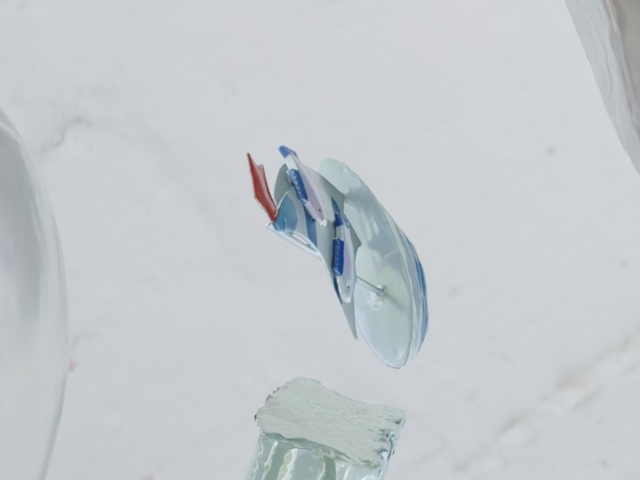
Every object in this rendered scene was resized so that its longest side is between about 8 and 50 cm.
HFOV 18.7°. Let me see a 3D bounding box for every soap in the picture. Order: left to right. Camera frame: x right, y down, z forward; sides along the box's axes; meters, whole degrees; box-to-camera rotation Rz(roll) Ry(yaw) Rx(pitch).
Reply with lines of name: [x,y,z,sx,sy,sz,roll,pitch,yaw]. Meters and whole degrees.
soap: [-0.024,0.170,0.888,0.063,0.114,0.198,19,-80,7]

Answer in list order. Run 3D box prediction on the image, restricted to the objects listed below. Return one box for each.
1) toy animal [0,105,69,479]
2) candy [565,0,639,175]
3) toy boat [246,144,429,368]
toy animal: [-0.184,-0.001,0.399,0.267,0.212,0.212,7,-117,-12]
candy: [0.291,-0.207,0.922,0.427,0.186,0.386,-37,-106,12]
toy boat: [0.002,-0.006,0.871,0.149,0.034,0.105,42,-153,-37]
